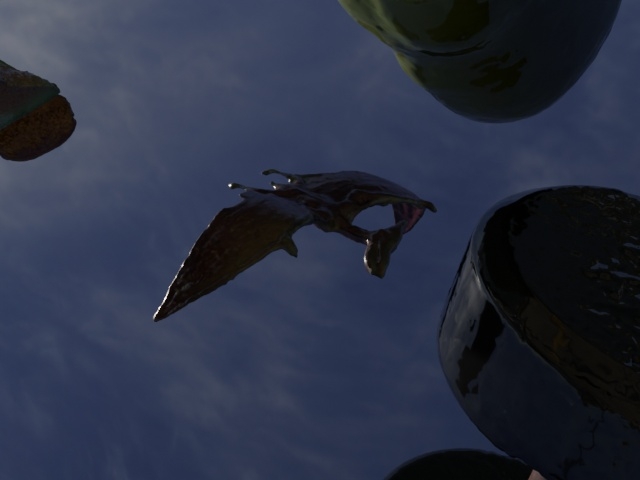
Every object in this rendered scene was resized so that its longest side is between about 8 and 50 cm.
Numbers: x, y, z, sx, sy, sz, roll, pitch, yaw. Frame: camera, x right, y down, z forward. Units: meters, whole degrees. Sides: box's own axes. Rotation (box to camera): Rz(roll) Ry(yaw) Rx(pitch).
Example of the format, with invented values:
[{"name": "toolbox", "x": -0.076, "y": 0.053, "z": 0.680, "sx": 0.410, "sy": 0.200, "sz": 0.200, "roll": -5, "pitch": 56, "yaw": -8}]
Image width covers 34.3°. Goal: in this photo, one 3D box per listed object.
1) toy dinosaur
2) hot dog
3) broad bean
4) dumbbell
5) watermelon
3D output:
[{"name": "toy dinosaur", "x": -0.003, "y": -0.005, "z": 1.033, "sx": 0.206, "sy": 0.113, "sz": 0.327, "roll": 16, "pitch": -155, "yaw": 10}, {"name": "hot dog", "x": -0.276, "y": -0.110, "z": 0.995, "sx": 0.083, "sy": 0.035, "sz": 0.058, "roll": -25, "pitch": -87, "yaw": -11}, {"name": "broad bean", "x": 0.067, "y": -0.115, "z": 0.415, "sx": 0.082, "sy": 0.174, "sz": 0.124, "roll": 38, "pitch": -76, "yaw": 26}, {"name": "dumbbell", "x": 0.104, "y": 0.103, "z": 0.440, "sx": 0.152, "sy": 0.218, "sz": 0.152, "roll": 12, "pitch": -147, "yaw": -8}, {"name": "watermelon", "x": -0.298, "y": -0.111, "z": 0.781, "sx": 0.155, "sy": 0.080, "sz": 0.101, "roll": -38, "pitch": -101, "yaw": 5}]
